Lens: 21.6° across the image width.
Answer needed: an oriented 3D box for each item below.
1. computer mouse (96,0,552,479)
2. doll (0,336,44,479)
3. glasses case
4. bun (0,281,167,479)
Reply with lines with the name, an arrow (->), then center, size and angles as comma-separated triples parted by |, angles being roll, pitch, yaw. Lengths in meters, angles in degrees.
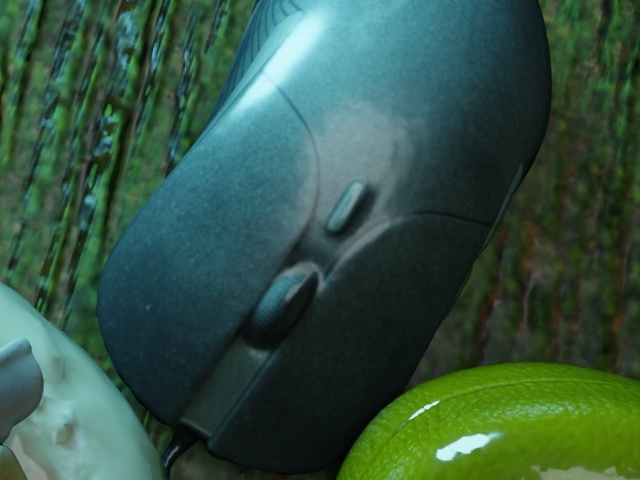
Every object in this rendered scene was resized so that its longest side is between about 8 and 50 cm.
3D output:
computer mouse -> 0.000, 0.000, 0.798 | 0.167, 0.090, 0.379 | 30, 75, -7
doll -> -0.095, 0.148, 0.549 | 0.183, 0.085, 0.217 | -31, 71, -40
glasses case -> 0.187, 0.178, 0.765 | 0.371, 0.141, 0.173 | 29, 93, -10
bun -> -0.213, 0.183, 0.643 | 0.359, 0.211, 0.360 | 9, 68, -24
